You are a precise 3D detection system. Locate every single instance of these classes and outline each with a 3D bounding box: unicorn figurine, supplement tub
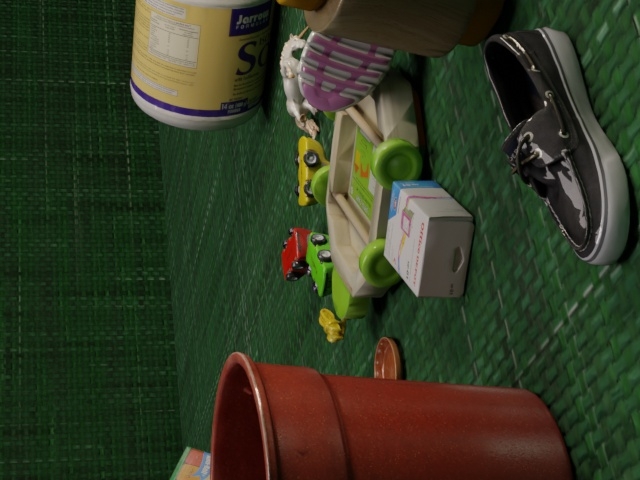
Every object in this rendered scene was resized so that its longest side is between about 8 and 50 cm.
[{"bbox_3d":[-0.033,-0.238,1.794,0.111,0.060,0.161,-128,41,-66],"label":"unicorn figurine"},{"bbox_3d":[-0.201,-0.384,2.087,0.241,0.241,0.331,-110,25,-53],"label":"supplement tub"}]

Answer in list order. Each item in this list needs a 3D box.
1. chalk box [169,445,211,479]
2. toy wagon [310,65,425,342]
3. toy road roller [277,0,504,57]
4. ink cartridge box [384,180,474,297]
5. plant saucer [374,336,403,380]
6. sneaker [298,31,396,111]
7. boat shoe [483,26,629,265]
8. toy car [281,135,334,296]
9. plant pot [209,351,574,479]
[{"bbox_3d":[-0.132,0.352,1.478,0.132,0.132,0.213,-63,-14,-54],"label":"chalk box"},{"bbox_3d":[0.051,-0.040,1.458,0.267,0.068,0.344,-119,32,-63],"label":"toy wagon"},{"bbox_3d":[0.077,-0.359,1.119,0.240,0.203,0.329,127,144,-49],"label":"toy road roller"},{"bbox_3d":[0.111,-0.003,1.253,0.122,0.052,0.088,-127,40,-65],"label":"ink cartridge box"},{"bbox_3d":[0.082,0.156,1.436,0.083,0.013,0.083,179,90,-76],"label":"plant saucer"},{"bbox_3d":[0.049,-0.252,1.363,0.104,0.095,0.236,-167,101,-85],"label":"sneaker"},{"bbox_3d":[0.177,-0.080,0.951,0.080,0.076,0.228,113,154,-56],"label":"boat shoe"},{"bbox_3d":[0.000,0.000,1.679,0.225,0.053,0.239,-111,25,-54],"label":"toy car"},{"bbox_3d":[0.057,0.231,1.033,0.272,0.265,0.272,-179,90,-76],"label":"plant pot"}]
